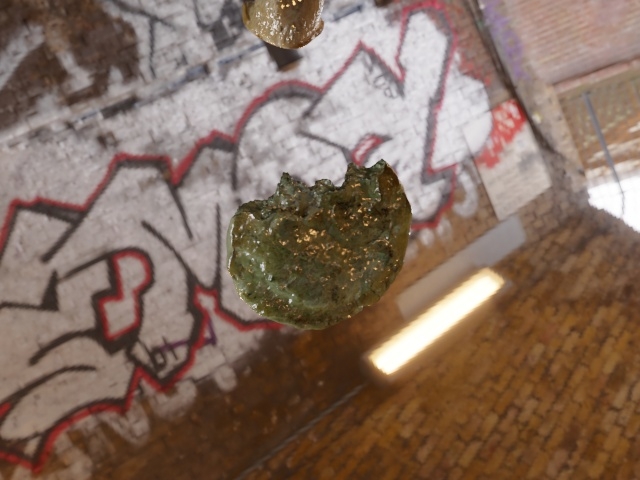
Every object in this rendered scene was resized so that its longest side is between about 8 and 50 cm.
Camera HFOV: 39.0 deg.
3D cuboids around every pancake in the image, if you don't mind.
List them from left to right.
[{"bbox_3d":[0.001,0.006,0.600,0.130,0.116,0.022,-9,-153,-14],"label":"pancake"}]

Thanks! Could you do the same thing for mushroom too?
[{"bbox_3d":[-0.021,-0.244,0.660,0.059,0.202,0.054,-7,-160,-32],"label":"mushroom"}]
